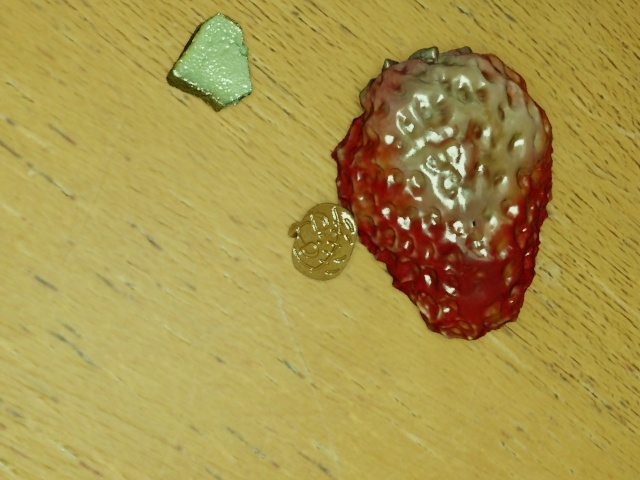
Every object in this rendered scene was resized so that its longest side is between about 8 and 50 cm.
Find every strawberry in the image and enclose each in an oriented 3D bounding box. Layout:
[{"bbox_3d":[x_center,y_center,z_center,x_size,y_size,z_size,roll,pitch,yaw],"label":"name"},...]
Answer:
[{"bbox_3d":[0.165,-0.056,0.877,0.265,0.149,0.336,-12,88,-15],"label":"strawberry"}]

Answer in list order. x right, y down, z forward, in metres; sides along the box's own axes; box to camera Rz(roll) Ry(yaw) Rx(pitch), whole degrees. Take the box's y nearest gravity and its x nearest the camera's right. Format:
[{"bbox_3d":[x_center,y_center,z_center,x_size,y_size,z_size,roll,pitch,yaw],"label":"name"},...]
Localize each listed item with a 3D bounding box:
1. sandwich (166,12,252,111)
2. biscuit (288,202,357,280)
[{"bbox_3d":[-0.114,-0.204,0.886,0.093,0.036,0.105,27,77,-8],"label":"sandwich"},{"bbox_3d":[0.000,0.000,0.879,0.078,0.015,0.091,20,102,10],"label":"biscuit"}]
